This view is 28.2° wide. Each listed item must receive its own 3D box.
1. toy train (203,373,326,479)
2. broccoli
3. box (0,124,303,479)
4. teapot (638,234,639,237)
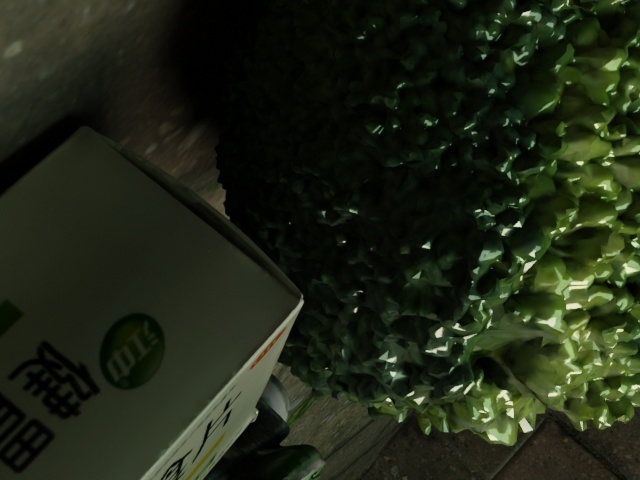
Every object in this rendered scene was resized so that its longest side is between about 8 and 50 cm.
[{"bbox_3d":[-0.147,0.199,0.893,0.249,0.173,0.307,-49,169,33],"label":"toy train"},{"bbox_3d":[0.089,-0.008,0.671,0.375,0.302,0.249,100,-2,-55],"label":"broccoli"},{"bbox_3d":[-0.169,0.124,0.576,0.333,0.145,0.173,-47,168,-30],"label":"box"},{"bbox_3d":[0.213,-0.132,1.055,0.312,0.233,0.315,-50,-163,-13],"label":"teapot"}]
